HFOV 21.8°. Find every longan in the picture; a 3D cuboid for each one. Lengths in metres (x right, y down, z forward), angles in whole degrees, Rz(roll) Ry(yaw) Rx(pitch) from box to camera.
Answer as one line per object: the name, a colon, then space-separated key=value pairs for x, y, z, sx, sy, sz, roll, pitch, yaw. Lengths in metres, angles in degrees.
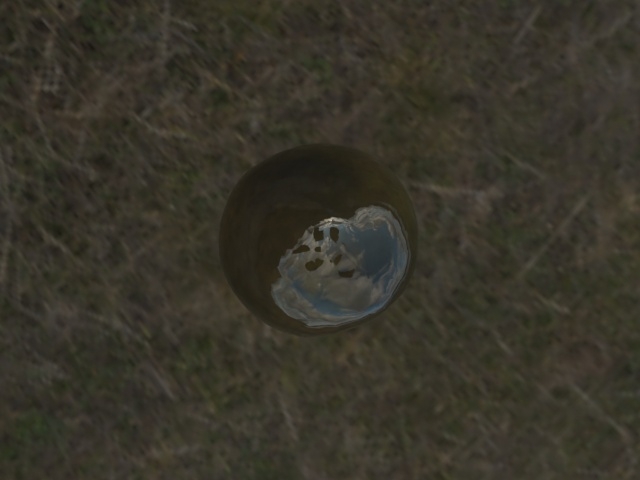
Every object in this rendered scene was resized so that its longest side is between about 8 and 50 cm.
longan: x=0.000 y=0.000 z=1.380 sx=0.167 sy=0.187 sz=0.167 roll=-11 pitch=112 yaw=-30
